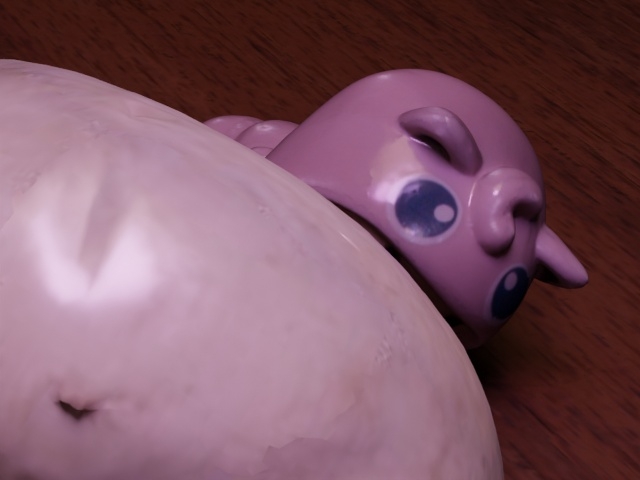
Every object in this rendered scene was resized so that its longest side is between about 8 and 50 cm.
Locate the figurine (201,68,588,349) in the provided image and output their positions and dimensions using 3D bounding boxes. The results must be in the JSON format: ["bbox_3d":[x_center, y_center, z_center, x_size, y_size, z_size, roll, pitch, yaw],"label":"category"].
[{"bbox_3d":[0.000,0.000,1.002,0.287,0.176,0.186,10,67,42],"label":"figurine"}]

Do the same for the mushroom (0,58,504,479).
[{"bbox_3d":[-0.083,0.073,0.662,0.315,0.315,0.356,8,18,5],"label":"mushroom"}]
